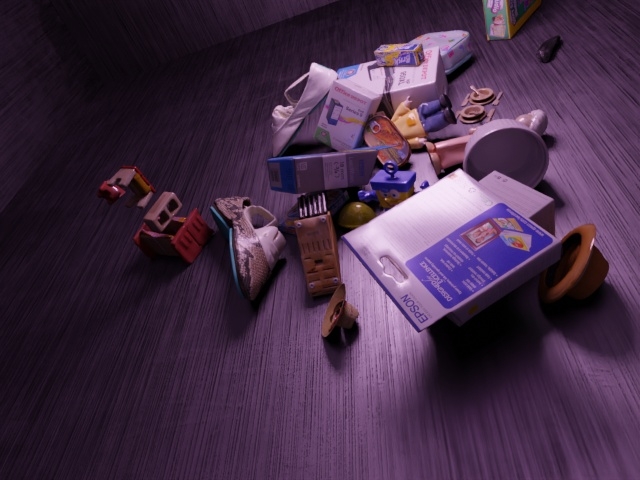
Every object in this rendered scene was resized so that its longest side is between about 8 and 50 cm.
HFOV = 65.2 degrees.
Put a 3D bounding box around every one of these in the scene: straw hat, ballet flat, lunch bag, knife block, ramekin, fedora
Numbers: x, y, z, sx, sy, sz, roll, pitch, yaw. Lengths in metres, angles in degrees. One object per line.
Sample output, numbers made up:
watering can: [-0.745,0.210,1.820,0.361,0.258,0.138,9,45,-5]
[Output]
straw hat: [0.057,0.176,1.185,0.061,0.144,0.144,22,45,-8]
ballet flat: [0.822,-0.692,1.803,0.173,0.049,0.058,-46,15,-31]
lunch bag: [0.431,-0.723,1.966,0.224,0.107,0.279,-44,37,-22]
knife block: [0.000,0.000,1.387,0.088,0.275,0.242,-12,1,8]
ramekin: [0.477,-0.219,1.313,0.208,0.207,0.109,-12,31,16]
ballet flat: [-0.092,-0.475,1.806,0.400,0.139,0.139,-45,27,34]
ballet flat: [-0.204,-0.015,1.481,0.182,0.163,0.482,-20,34,-9]
fedora: [0.531,0.059,1.032,0.079,0.194,0.194,30,56,3]

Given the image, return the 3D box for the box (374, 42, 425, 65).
box: [0.276,-0.648,1.749,0.169,0.059,0.054,14,52,39]

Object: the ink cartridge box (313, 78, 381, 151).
ink cartridge box: [0.089,-0.412,1.679,0.154,0.212,0.093,31,29,13]

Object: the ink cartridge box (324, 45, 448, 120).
ink cartridge box: [0.244,-0.529,1.811,0.396,0.166,0.285,-6,42,22]

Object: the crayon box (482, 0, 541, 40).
crayon box: [0.746,-1.032,1.964,0.106,0.362,0.313,18,54,40]

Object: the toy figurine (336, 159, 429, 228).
toy figurine: [0.195,-0.139,1.352,0.363,0.217,0.191,11,51,36]

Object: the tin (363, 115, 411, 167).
tin: [0.215,-0.315,1.608,0.106,0.040,0.189,-39,70,20]

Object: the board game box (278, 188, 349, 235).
board game box: [-0.021,-0.093,1.558,0.136,0.035,0.201,16,54,40]

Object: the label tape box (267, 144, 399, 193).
label tape box: [0.037,-0.215,1.508,0.334,0.105,0.241,-10,12,-21]

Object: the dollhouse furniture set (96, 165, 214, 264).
dollhouse furniture set: [-0.526,-0.098,1.565,0.202,0.374,0.152,6,52,31]

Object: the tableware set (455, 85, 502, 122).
tableware set: [0.527,-0.464,1.689,0.128,0.039,0.194,7,49,34]

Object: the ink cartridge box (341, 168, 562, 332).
ink cartridge box: [0.244,0.015,0.992,0.307,0.072,0.303,-32,44,-4]

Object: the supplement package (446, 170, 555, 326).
supplement package: [0.353,0.014,1.123,0.293,0.177,0.175,-34,42,-10]

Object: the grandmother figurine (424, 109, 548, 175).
grandmother figurine: [0.492,-0.292,1.468,0.343,0.104,0.207,-19,47,11]

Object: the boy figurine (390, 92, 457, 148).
boy figurine: [0.292,-0.381,1.636,0.286,0.092,0.177,-17,80,29]
